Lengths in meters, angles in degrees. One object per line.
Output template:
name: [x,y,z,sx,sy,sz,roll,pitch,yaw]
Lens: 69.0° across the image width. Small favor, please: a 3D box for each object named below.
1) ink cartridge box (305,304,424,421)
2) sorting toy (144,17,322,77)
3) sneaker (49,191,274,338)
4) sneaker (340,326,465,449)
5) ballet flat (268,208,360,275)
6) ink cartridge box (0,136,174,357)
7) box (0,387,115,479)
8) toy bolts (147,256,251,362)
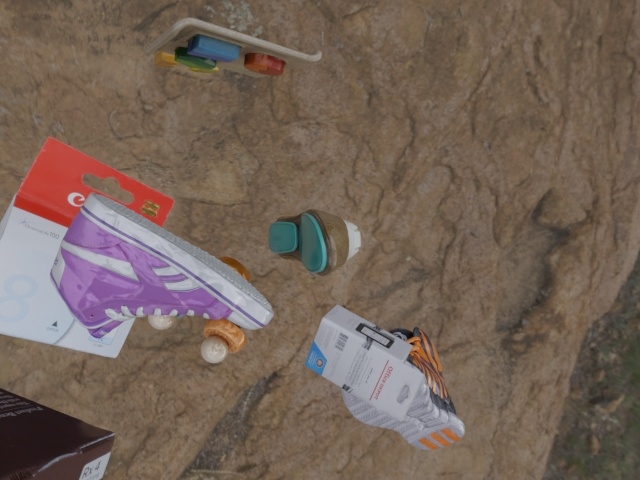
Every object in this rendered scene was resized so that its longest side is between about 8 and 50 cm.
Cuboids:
ink cartridge box: [0.035,0.091,0.350,0.028,0.083,0.048,-29,142,-59]
sorting toy: [-0.168,-0.300,0.783,0.229,0.307,0.041,-1,101,-31]
sneaker: [-0.211,0.075,0.611,0.282,0.102,0.161,30,88,0]
sneaker: [0.118,0.207,0.764,0.125,0.180,0.321,-27,130,15]
ballet flat: [0.000,0.000,0.887,0.124,0.342,0.116,-2,91,-21]
ink cartridge box: [-0.499,0.027,0.978,0.308,0.091,0.385,31,80,-42]
box: [-0.305,0.202,0.333,0.203,0.168,0.167,18,81,9]
toy bolts: [-0.267,0.144,1.028,0.218,0.229,0.158,91,25,-44]
